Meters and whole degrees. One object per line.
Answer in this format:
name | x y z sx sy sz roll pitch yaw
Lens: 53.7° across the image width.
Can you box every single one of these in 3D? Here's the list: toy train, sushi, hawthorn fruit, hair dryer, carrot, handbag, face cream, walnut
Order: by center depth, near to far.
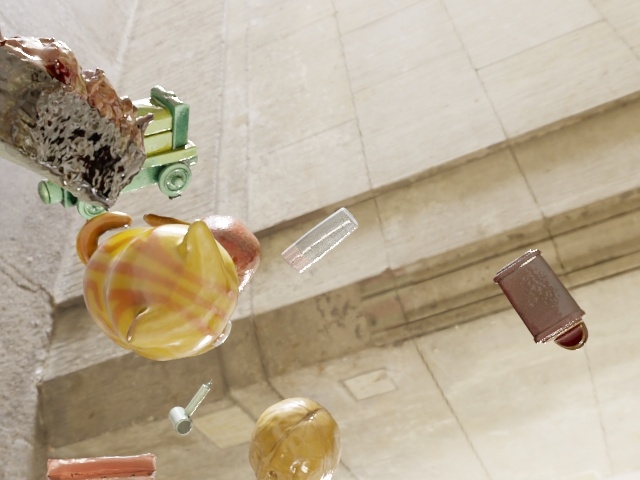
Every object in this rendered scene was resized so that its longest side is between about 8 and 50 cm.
sushi | -0.398 -0.183 0.923 0.182 0.196 0.343 -67 162 -12
hawthorn fruit | -0.166 0.022 1.044 0.138 0.133 0.133 -92 158 -64
handbag | -0.452 0.494 1.310 0.157 0.212 0.059 118 -30 -53
walnut | -0.057 0.434 1.313 0.193 0.225 0.193 21 36 -16
hair dryer | -0.267 0.340 1.323 0.038 0.124 0.063 40 -9 -29
carrot | -0.300 -0.025 1.373 0.043 0.248 0.043 -28 125 -49
toy train | -0.457 -0.206 1.464 0.160 0.397 0.253 37 -47 33
face cream | 0.000 0.000 1.594 0.084 0.198 0.057 44 16 -39

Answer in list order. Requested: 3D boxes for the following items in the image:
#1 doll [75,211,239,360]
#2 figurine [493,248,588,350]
doll | -0.191 0.056 0.752 0.162 0.269 0.166 26 76 -33
figurine | 0.340 0.099 0.954 0.154 0.082 0.098 60 16 21
